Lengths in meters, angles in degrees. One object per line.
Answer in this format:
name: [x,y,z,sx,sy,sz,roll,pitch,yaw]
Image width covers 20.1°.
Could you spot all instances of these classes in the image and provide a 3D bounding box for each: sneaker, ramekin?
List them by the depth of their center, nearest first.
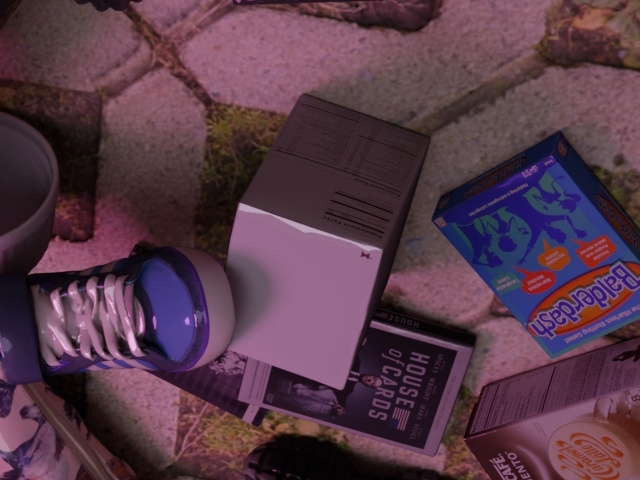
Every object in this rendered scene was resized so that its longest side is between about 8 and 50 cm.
sneaker: [-0.255,0.089,1.807,0.323,0.236,0.130,-4,98,57]
ramekin: [-0.384,-0.035,1.945,0.207,0.207,0.109,15,140,9]
sneaker: [0.034,0.314,2.115,0.267,0.101,0.106,16,131,9]

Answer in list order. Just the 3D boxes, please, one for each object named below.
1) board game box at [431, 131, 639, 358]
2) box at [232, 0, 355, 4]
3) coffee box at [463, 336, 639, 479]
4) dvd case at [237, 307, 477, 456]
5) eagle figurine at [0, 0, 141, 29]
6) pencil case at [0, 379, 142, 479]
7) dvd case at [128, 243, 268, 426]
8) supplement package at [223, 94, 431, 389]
board game box: [0.241,0.009,1.847,0.160,0.047,0.210,-30,111,34]
box: [-0.012,-0.352,1.611,0.163,0.142,0.247,1,124,21]
coffee box: [0.299,0.202,1.934,0.246,0.098,0.141,-22,115,31]
dvd case: [0.038,0.143,2.018,0.239,0.029,0.179,16,129,2]
eagle figurine: [-0.261,-0.319,1.699,0.226,0.225,0.298,-12,111,3]
pencil case: [-0.351,0.237,2.157,0.183,0.160,0.410,-16,119,46]
dvd case: [-0.140,0.111,2.079,0.221,0.018,0.164,27,129,0]
supplement package: [0.000,0.000,1.827,0.149,0.203,0.194,19,129,6]
